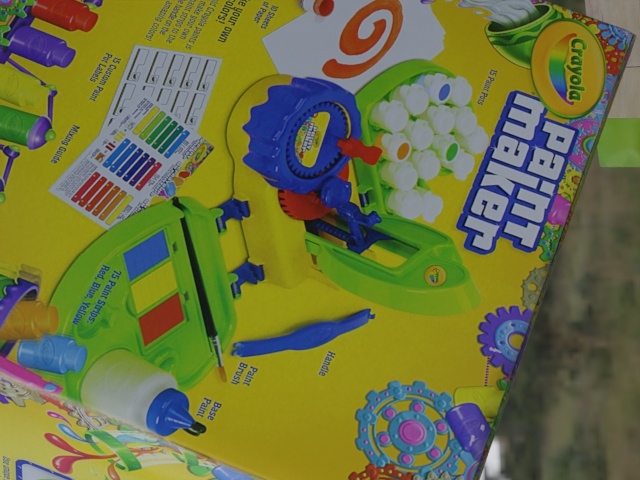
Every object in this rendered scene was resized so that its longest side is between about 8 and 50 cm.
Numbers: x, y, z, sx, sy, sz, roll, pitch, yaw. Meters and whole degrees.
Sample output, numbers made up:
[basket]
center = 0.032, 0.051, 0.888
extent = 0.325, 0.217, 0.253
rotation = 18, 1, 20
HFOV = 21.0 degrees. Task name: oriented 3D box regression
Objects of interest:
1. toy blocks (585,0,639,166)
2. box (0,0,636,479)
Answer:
[toy blocks]
center = 0.309, -0.292, 1.558
extent = 0.261, 0.191, 0.381
rotation = -51, -44, -56
[box]
center = -0.039, 0.008, 0.805
extent = 0.177, 0.279, 0.290
rotation = 102, -169, -55
